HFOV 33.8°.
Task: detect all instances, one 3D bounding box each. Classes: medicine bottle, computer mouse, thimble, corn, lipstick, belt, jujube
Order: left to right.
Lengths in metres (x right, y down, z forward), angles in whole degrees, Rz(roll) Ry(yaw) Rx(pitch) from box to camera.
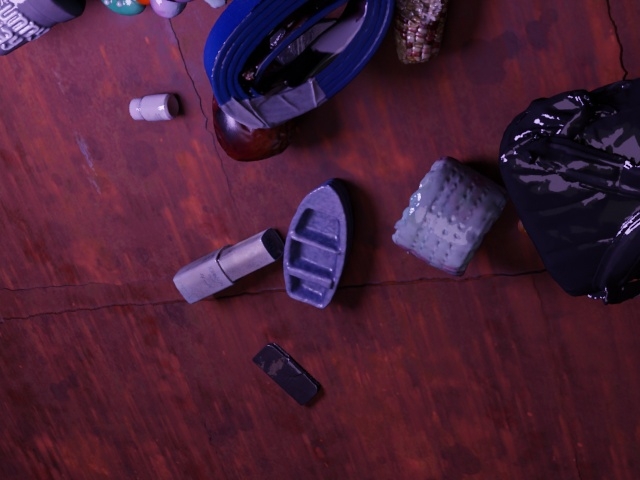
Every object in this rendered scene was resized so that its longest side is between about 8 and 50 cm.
[{"bbox_3d":[-0.329,-0.262,2.079,0.089,0.052,0.052,-1,118,26],"label":"medicine bottle"},{"bbox_3d":[-0.189,0.050,2.180,0.252,0.077,0.079,-26,105,35],"label":"lipstick"},{"bbox_3d":[-0.128,-0.262,1.923,0.168,0.168,0.237,-5,99,28],"label":"jujube"},{"bbox_3d":[-0.035,-0.342,1.739,0.347,0.117,0.212,-40,123,10],"label":"belt"},{"bbox_3d":[-0.006,-0.347,1.862,0.172,0.057,0.099,2,110,12],"label":"computer mouse"},{"bbox_3d":[0.164,-0.418,1.720,0.098,0.098,0.290,14,124,18],"label":"corn"},{"bbox_3d":[0.227,-0.035,1.862,0.149,0.185,0.211,31,136,8],"label":"thimble"}]

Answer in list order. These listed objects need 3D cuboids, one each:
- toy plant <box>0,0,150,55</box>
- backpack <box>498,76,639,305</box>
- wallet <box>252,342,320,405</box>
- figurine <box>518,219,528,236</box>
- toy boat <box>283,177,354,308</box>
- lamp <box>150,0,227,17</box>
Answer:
[{"bbox_3d":[-0.475,-0.495,1.938,0.400,0.185,0.279,-30,97,19],"label":"toy plant"},{"bbox_3d":[0.514,-0.106,1.643,0.445,0.255,0.363,-24,110,29],"label":"backpack"},{"bbox_3d":[-0.074,0.292,2.306,0.156,0.018,0.082,44,127,-2],"label":"wallet"},{"bbox_3d":[0.388,-0.057,1.859,0.064,0.047,0.109,30,106,15],"label":"figurine"},{"bbox_3d":[0.000,0.000,2.059,0.127,0.078,0.283,21,125,14],"label":"toy boat"},{"bbox_3d":[-0.199,-0.505,1.760,0.301,0.247,0.247,-7,118,21],"label":"lamp"}]
